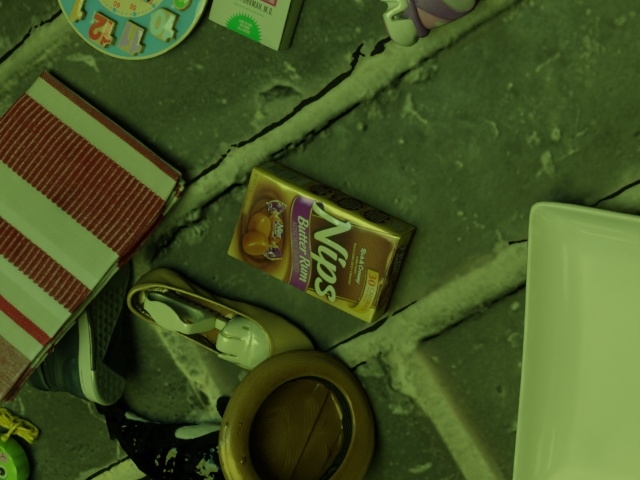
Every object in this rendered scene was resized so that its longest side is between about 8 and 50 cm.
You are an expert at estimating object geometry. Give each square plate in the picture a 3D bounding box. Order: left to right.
[{"bbox_3d":[0.369,0.143,1.442,0.347,0.049,0.344,9,108,24],"label":"square plate"}]

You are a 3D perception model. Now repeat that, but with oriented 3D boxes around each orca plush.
[{"bbox_3d":[-0.154,0.254,1.699,0.287,0.102,0.151,28,114,17],"label":"orca plush"}]

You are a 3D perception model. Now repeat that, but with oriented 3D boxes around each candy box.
[{"bbox_3d":[0.000,0.000,1.584,0.187,0.053,0.109,25,112,17],"label":"candy box"}]

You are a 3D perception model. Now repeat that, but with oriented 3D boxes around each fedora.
[{"bbox_3d":[-0.034,0.218,1.618,0.194,0.194,0.079,67,157,-3],"label":"fedora"}]

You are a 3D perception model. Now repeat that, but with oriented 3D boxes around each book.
[{"bbox_3d":[-0.059,-0.288,1.551,0.096,0.035,0.144,27,115,22],"label":"book"}]

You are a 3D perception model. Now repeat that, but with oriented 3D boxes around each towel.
[{"bbox_3d":[-0.339,-0.008,1.663,0.237,0.037,0.329,37,83,17],"label":"towel"}]

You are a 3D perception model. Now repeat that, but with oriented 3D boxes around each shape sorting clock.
[{"bbox_3d":[-0.213,-0.304,1.614,0.206,0.040,0.206,7,107,24],"label":"shape sorting clock"}]

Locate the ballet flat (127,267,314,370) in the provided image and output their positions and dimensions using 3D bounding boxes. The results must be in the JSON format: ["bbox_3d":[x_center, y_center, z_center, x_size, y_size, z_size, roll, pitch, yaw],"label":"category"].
[{"bbox_3d":[-0.120,0.103,1.658,0.232,0.073,0.080,21,112,20],"label":"ballet flat"}]

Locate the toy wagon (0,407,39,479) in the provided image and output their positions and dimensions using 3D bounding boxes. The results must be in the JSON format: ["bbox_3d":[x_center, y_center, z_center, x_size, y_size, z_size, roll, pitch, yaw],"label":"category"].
[{"bbox_3d":[-0.452,0.378,1.900,0.267,0.068,0.344,27,114,17],"label":"toy wagon"}]

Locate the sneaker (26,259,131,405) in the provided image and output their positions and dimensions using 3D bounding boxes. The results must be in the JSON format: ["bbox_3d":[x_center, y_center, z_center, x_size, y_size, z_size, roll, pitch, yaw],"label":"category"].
[{"bbox_3d":[-0.311,0.075,1.740,0.163,0.086,0.226,6,95,34],"label":"sneaker"}]

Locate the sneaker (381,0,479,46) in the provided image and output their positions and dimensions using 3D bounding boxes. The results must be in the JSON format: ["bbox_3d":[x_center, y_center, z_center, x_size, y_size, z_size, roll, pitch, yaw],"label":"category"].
[{"bbox_3d":[0.100,-0.315,1.434,0.105,0.095,0.236,-9,104,21],"label":"sneaker"}]
